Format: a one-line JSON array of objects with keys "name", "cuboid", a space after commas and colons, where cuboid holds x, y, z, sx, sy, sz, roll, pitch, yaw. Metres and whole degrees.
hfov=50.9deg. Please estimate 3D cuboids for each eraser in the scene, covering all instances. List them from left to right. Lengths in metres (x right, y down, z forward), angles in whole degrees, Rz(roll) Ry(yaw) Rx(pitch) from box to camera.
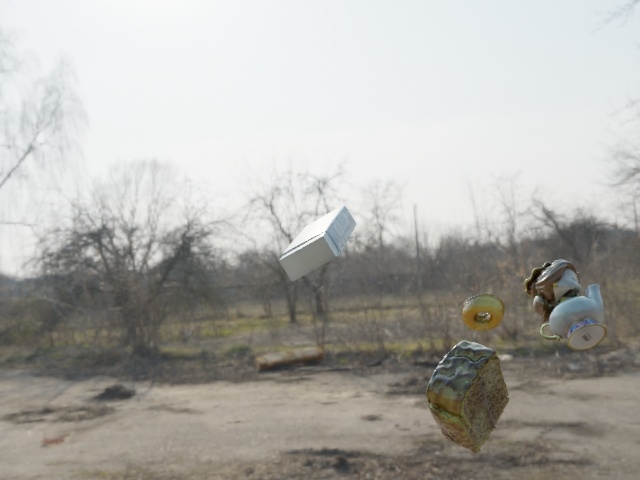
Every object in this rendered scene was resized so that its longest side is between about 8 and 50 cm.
[{"name": "eraser", "cuboid": [0.000, 0.000, 1.133, 0.092, 0.046, 0.212, -30, 8, 17]}]

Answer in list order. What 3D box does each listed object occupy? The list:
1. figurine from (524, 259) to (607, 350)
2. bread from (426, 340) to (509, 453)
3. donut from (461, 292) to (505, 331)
[{"name": "figurine", "cuboid": [0.640, 0.159, 1.768, 0.190, 0.263, 0.142, -32, -50, 15]}, {"name": "bread", "cuboid": [0.303, 0.324, 1.382, 0.096, 0.181, 0.222, 18, -32, 39]}, {"name": "donut", "cuboid": [0.562, 0.254, 2.325, 0.152, 0.151, 0.058, -5, 34, 18]}]
